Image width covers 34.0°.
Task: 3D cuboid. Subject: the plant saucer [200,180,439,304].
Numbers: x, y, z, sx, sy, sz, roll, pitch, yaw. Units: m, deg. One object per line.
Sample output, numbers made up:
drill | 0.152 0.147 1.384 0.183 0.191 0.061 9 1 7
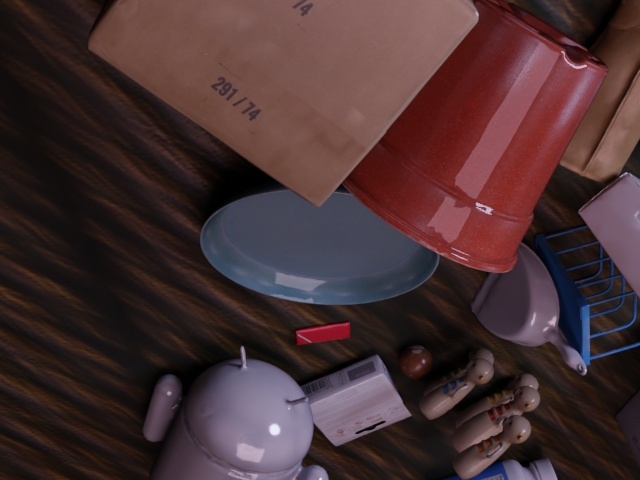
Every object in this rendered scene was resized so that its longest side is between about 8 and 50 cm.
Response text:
plant saucer | 0.000 0.000 1.395 0.317 0.044 0.317 4 151 2

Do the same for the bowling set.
bowling set | 0.230 0.221 1.603 0.154 0.287 0.200 -37 92 9

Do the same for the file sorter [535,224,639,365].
file sorter | 0.393 0.072 1.520 0.104 0.170 0.118 -15 129 -4

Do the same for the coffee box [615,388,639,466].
coffee box | 0.680 0.359 1.798 0.297 0.168 0.119 18 122 -24

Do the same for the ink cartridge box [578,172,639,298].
ink cartridge box | 0.463 0.008 1.437 0.092 0.158 0.218 -40 153 20

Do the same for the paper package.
paper package | -0.043 -0.255 1.146 0.325 0.168 0.309 33 116 -18

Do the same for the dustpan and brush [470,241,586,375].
dustpan and brush | 0.313 0.117 1.517 0.060 0.211 0.147 6 127 -28

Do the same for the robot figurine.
robot figurine | -0.136 0.320 1.584 0.300 0.200 0.353 30 121 3

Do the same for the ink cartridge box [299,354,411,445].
ink cartridge box | 0.057 0.261 1.692 0.145 0.045 0.179 -24 146 7

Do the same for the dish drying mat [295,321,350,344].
dish drying mat | 0.004 0.142 1.597 0.083 0.008 0.032 -7 127 -5

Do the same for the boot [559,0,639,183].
boot | 0.433 -0.187 1.345 0.236 0.089 0.269 32 120 10

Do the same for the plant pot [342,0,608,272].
plant pot | 0.190 -0.148 1.266 0.272 0.272 0.265 20 113 -24

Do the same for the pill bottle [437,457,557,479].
pill bottle | 0.304 0.454 1.824 0.221 0.124 0.124 -17 129 1
